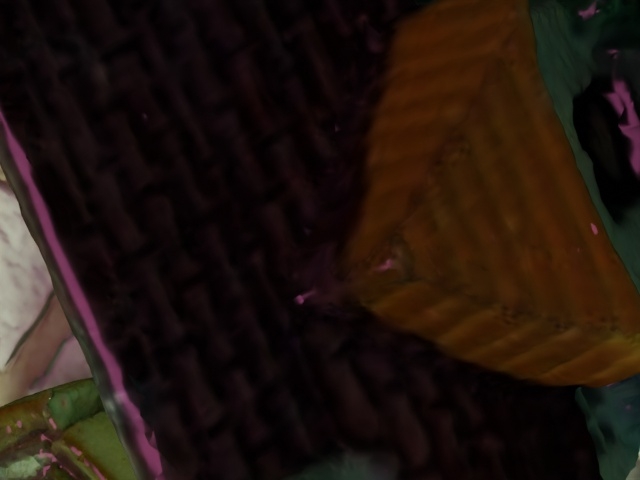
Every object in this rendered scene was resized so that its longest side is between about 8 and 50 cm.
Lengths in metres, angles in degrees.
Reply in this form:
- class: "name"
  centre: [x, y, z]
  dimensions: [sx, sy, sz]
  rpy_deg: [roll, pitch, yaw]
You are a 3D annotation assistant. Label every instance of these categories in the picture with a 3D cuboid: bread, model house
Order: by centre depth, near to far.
- class: "model house"
  centre: [0.000, 0.000, 0.626]
  dimensions: [0.230, 0.249, 0.281]
  rpy_deg: [-24, 93, 23]
- class: "bread"
  centre: [-0.094, 0.134, 0.793]
  dimensions: [0.156, 0.064, 0.117]
  rpy_deg: [37, 113, 11]
